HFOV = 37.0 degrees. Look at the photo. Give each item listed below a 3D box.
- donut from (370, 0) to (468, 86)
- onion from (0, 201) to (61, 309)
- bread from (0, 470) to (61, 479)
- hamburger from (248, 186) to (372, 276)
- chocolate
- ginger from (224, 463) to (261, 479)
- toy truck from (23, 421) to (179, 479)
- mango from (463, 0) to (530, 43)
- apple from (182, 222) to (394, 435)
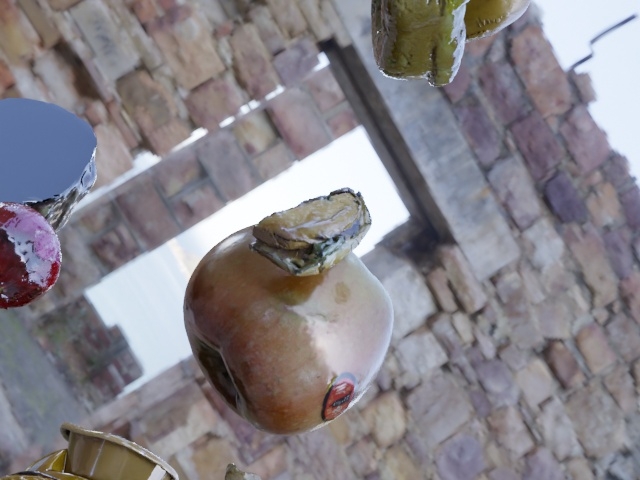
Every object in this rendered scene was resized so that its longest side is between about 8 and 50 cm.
[{"bbox_3d":[0.143,-0.354,1.389,0.261,0.128,0.209,92,-5,-57],"label":"donut"},{"bbox_3d":[-0.374,0.021,1.141,0.131,0.131,0.131,57,-6,9],"label":"onion"},{"bbox_3d":[-0.379,0.403,1.247,0.104,0.199,0.199,-96,161,-59],"label":"bread"},{"bbox_3d":[-0.002,0.005,1.312,0.087,0.176,0.102,87,-21,-45],"label":"hamburger"},{"bbox_3d":[-0.541,-0.078,1.599,0.225,0.340,0.210,41,-47,11],"label":"chocolate"},{"bbox_3d":[-0.106,0.422,1.334,0.270,0.123,0.219,31,43,-47],"label":"ginger"},{"bbox_3d":[-0.386,0.432,1.564,0.288,0.212,0.204,-12,-45,47],"label":"toy truck"},{"bbox_3d":[0.237,-0.398,1.591,0.156,0.248,0.151,-106,175,-46],"label":"mango"},{"bbox_3d":[-0.039,0.131,1.503,0.338,0.305,0.339,47,-25,29],"label":"apple"}]
